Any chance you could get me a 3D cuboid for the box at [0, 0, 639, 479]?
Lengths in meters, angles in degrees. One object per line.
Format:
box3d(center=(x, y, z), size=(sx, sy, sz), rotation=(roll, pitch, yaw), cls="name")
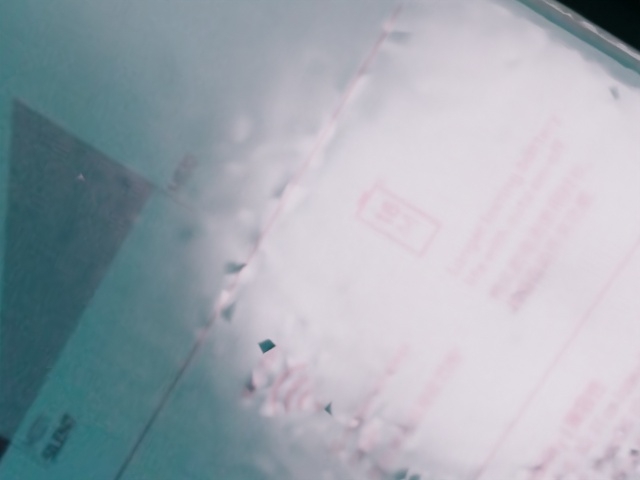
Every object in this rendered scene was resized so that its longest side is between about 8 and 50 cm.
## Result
box3d(center=(0.000, 0.000, 0.472), size=(0.311, 0.118, 0.205), rotation=(31, 108, 1), cls="box")
